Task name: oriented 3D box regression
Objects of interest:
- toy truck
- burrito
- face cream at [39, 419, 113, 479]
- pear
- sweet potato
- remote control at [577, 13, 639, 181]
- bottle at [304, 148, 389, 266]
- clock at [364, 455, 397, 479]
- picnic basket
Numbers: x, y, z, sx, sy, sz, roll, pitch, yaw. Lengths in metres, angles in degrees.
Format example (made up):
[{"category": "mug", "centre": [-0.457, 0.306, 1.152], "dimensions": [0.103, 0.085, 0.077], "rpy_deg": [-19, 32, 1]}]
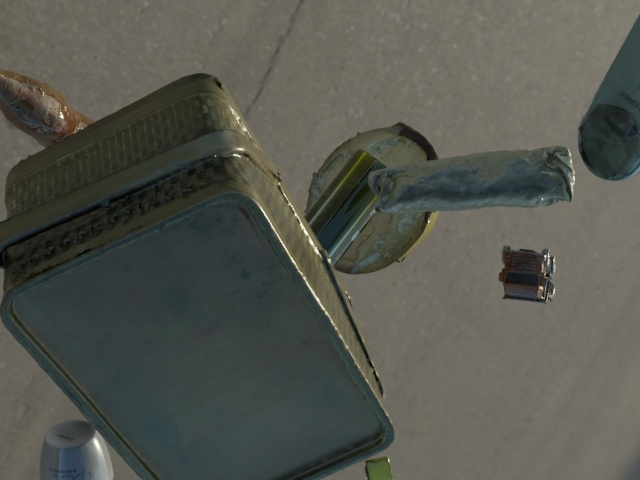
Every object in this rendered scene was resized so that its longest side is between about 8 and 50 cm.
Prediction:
[{"category": "toy truck", "centre": [0.370, 0.066, 1.797], "dimensions": [0.192, 0.083, 0.092], "rpy_deg": [27, 71, -70]}, {"category": "burrito", "centre": [0.197, -0.073, 1.329], "dimensions": [0.275, 0.059, 0.082], "rpy_deg": [-7, 96, -8]}, {"category": "face cream", "centre": [-0.311, 0.284, 1.285], "dimensions": [0.091, 0.091, 0.095], "rpy_deg": [-24, 122, -42]}, {"category": "pear", "centre": [0.116, -0.055, 1.695], "dimensions": [0.267, 0.267, 0.178], "rpy_deg": [-58, 147, 7]}, {"category": "sweet potato", "centre": [-0.259, -0.114, 0.982], "dimensions": [0.218, 0.065, 0.051], "rpy_deg": [42, 70, -57]}, {"category": "remote control", "centre": [0.392, -0.181, 1.210], "dimensions": [0.052, 0.104, 0.247], "rpy_deg": [-7, 134, -39]}, {"category": "bottle", "centre": [0.000, 0.000, 1.488], "dimensions": [0.286, 0.082, 0.082], "rpy_deg": [-53, 150, -4]}, {"category": "clock", "centre": [0.107, 0.387, 1.078], "dimensions": [0.071, 0.293, 0.277], "rpy_deg": [-11, 159, -3]}, {"category": "picnic basket", "centre": [-0.077, 0.043, 0.645], "dimensions": [0.165, 0.139, 0.266], "rpy_deg": [-26, 128, 6]}]
